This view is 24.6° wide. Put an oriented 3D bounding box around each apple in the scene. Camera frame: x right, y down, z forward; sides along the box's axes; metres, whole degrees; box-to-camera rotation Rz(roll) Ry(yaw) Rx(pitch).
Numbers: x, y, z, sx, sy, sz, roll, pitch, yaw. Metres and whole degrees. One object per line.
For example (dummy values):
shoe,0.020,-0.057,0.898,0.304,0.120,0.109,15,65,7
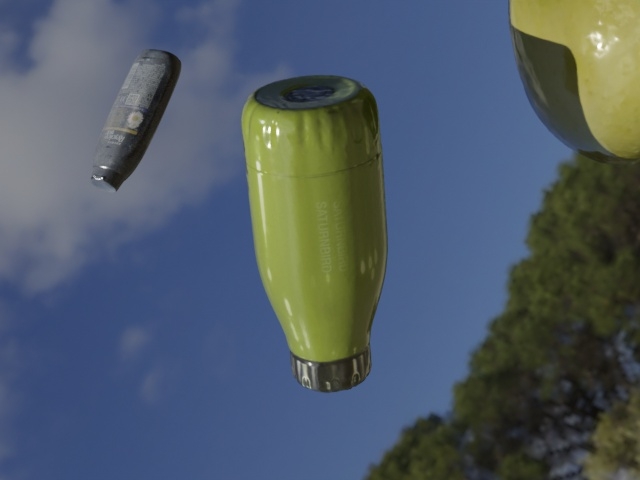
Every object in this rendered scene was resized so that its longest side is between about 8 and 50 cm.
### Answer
apple,0.308,-0.209,1.316,0.292,0.292,0.254,-5,-106,-69

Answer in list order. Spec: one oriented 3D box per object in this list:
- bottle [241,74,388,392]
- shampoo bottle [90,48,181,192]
bottle,0.000,0.000,1.215,0.112,0.112,0.260,-40,-48,-52
shampoo bottle,-0.285,-0.183,2.236,0.049,0.087,0.234,49,-125,-52
